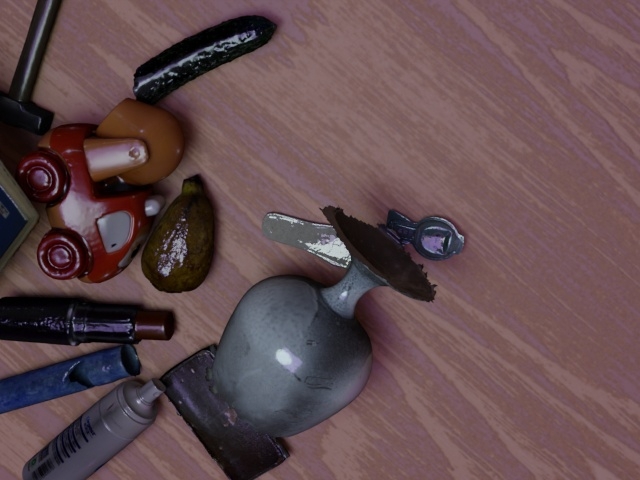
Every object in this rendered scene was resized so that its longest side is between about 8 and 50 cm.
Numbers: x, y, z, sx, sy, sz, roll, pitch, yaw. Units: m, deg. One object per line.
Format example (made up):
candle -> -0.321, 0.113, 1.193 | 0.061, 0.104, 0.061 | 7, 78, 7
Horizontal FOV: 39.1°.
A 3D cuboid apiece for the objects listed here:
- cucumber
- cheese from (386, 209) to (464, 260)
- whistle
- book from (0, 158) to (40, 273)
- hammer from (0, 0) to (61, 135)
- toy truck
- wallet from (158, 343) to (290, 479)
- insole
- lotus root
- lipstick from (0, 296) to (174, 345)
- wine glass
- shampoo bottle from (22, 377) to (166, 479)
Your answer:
cucumber -> -0.177, -0.278, 1.347 | 0.245, 0.067, 0.067 | -26, 97, 14
cheese -> 0.156, -0.006, 1.360 | 0.121, 0.026, 0.067 | 14, 104, 14
whistle -> -0.451, 0.240, 1.526 | 0.304, 0.062, 0.062 | -17, 99, 15
book -> -0.599, -0.054, 1.390 | 0.300, 0.039, 0.428 | 53, 135, 0
hammer -> -0.423, -0.346, 1.390 | 0.111, 0.043, 0.365 | 25, 106, 5
toy truck -> -0.309, -0.074, 1.361 | 0.239, 0.189, 0.264 | -10, 103, 5
wallet -> -0.160, 0.291, 1.492 | 0.122, 0.031, 0.232 | -34, 93, 18
insole -> 0.000, 0.000, 1.402 | 0.192, 0.010, 0.063 | 17, 106, 6
lotus root -> -0.214, -0.007, 1.404 | 0.108, 0.094, 0.190 | 12, 103, -28
lipstick -> -0.388, 0.134, 1.477 | 0.300, 0.081, 0.081 | 2, 104, 8
wine glass -> -0.005, 0.125, 1.315 | 0.238, 0.238, 0.323 | 38, 108, 1
shampoo bottle -> -0.370, 0.325, 1.510 | 0.303, 0.092, 0.092 | -40, 93, 18
